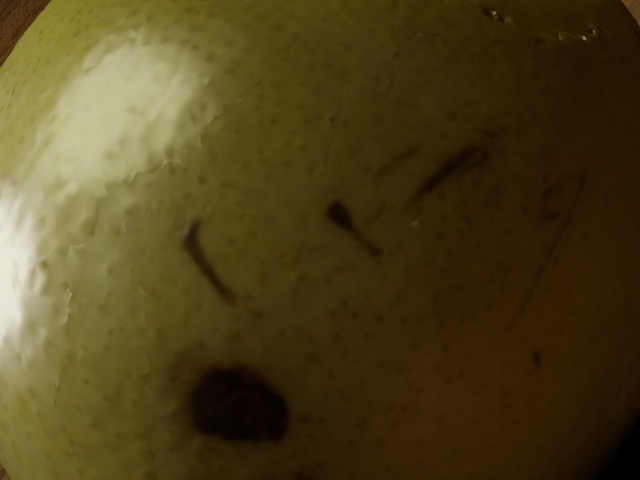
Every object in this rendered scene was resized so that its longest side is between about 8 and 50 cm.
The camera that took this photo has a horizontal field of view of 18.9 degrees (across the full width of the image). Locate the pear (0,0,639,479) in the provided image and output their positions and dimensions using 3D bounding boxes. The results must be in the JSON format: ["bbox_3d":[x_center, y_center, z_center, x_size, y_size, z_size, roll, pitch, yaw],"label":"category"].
[{"bbox_3d":[0.000,0.000,0.889,0.348,0.348,0.348,-48,11,12],"label":"pear"}]
